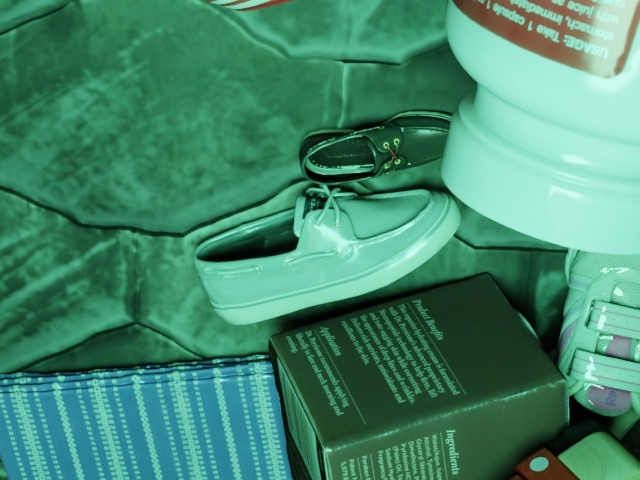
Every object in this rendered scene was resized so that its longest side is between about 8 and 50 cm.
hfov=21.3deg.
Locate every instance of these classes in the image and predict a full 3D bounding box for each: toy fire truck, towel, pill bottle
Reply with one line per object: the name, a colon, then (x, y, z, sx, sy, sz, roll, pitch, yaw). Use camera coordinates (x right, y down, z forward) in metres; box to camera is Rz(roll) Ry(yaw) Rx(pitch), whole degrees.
toy fire truck: (0.157, 0.278, 1.325, 0.246, 0.158, 0.217, -30, 128, -12)
towel: (-0.120, 0.203, 1.553, 0.336, 0.040, 0.243, -5, 125, 8)
pill bottle: (0.213, -0.208, 1.116, 0.229, 0.229, 0.407, 12, 114, -6)

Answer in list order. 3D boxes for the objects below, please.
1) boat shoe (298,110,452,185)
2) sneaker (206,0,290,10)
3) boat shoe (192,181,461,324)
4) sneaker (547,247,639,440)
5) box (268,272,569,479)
boat shoe: (0.048, -0.071, 1.357, 0.133, 0.042, 0.049, -8, 121, 6)
sneaker: (-0.037, -0.258, 1.226, 0.128, 0.087, 0.221, 20, 134, -21)
boat shoe: (0.000, 0.000, 1.382, 0.227, 0.079, 0.081, -20, 125, 18)
sneaker: (0.245, 0.087, 1.410, 0.103, 0.111, 0.252, 7, 123, -3)
box: (0.083, 0.159, 1.401, 0.203, 0.168, 0.167, -15, 123, -10)
